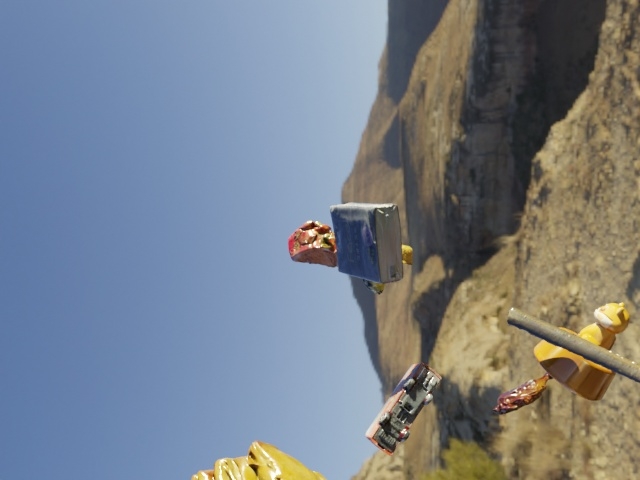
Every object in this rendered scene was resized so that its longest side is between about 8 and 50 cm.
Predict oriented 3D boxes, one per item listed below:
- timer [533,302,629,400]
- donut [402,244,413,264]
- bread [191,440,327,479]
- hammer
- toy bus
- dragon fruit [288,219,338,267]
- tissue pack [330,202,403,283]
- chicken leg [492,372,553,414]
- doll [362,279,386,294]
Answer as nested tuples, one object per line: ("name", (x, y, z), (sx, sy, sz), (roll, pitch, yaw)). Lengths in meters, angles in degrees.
("timer", (0.449, 0.165, 1.103), (0.152, 0.132, 0.132), (-59, -1, 19))
("donut", (0.143, 0.022, 1.354), (0.067, 0.083, 0.037), (9, -85, -48))
("bread", (-0.051, 0.543, 1.275), (0.370, 0.191, 0.314), (29, -165, -40))
("hammer", (0.423, 0.174, 1.024), (0.125, 0.297, 0.027), (-60, -34, -9))
("toy bus", (0.166, 0.337, 1.349), (0.192, 0.065, 0.077), (-51, 3, -19))
("dragon fruit", (0.000, 0.000, 1.634), (0.096, 0.147, 0.102), (-57, 45, 37))
("tissue pack", (0.068, 0.001, 1.014), (0.156, 0.051, 0.112), (-170, 73, -68))
("chicken leg", (0.565, 0.416, 1.843), (0.048, 0.219, 0.089), (63, 169, -6))
("doll", (0.135, 0.034, 2.126), (0.291, 0.086, 0.117), (67, 164, 7))
